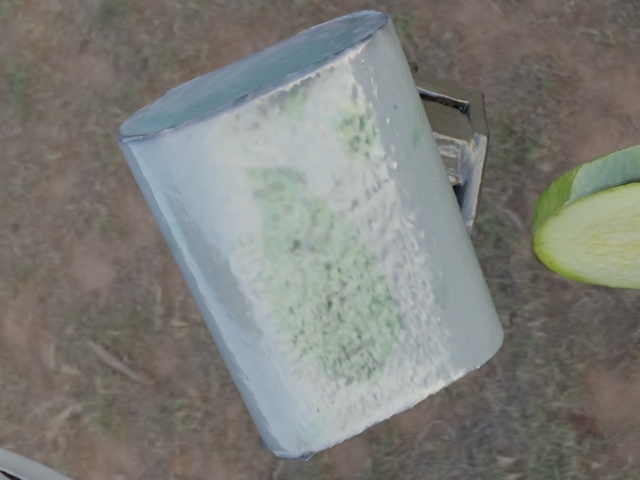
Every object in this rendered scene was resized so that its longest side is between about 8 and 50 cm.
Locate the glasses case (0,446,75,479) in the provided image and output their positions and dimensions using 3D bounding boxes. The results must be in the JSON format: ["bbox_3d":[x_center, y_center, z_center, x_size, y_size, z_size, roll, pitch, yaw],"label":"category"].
[{"bbox_3d":[-0.120,0.173,0.606,0.233,0.059,0.092,22,118,25],"label":"glasses case"}]

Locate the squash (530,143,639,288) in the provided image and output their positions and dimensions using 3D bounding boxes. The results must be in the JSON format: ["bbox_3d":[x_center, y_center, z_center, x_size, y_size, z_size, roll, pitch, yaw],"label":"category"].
[{"bbox_3d":[0.317,-0.022,1.100,0.252,0.252,0.049,-16,60,35],"label":"squash"}]

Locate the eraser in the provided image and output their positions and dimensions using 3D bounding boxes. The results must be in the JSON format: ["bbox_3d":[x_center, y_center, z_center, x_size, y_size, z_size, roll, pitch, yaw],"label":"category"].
[{"bbox_3d":[0.000,0.000,0.732,0.227,0.174,0.081,67,171,-25],"label":"eraser"}]

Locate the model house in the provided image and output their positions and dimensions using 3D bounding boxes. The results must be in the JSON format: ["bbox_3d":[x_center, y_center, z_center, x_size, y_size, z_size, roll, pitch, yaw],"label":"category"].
[{"bbox_3d":[0.116,-0.125,1.457,0.229,0.188,0.122,-86,21,-54],"label":"model house"}]
